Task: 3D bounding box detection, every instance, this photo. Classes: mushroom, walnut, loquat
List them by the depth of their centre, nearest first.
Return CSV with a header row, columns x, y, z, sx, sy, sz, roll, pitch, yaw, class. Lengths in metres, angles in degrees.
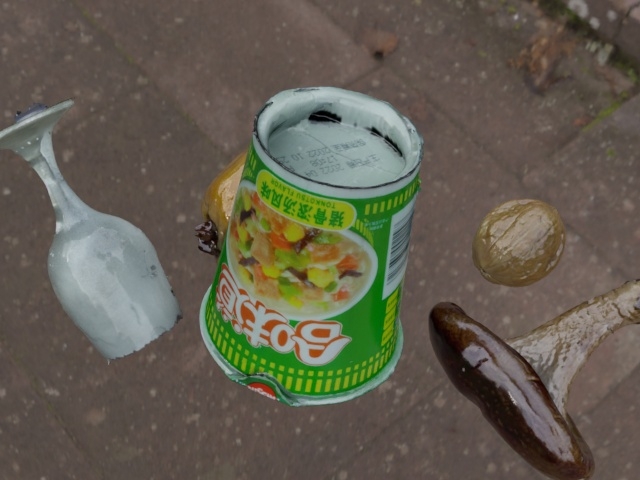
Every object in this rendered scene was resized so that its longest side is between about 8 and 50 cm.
x,y,z,sx,sy,sz,roll,pitch,yaw,class
0.242,0.100,0.924,0.217,0.148,0.227,-45,71,4,mushroom
-0.041,-0.025,1.074,0.234,0.176,0.187,-13,91,-31,loquat
0.247,0.002,1.137,0.124,0.105,0.105,-44,69,-8,walnut

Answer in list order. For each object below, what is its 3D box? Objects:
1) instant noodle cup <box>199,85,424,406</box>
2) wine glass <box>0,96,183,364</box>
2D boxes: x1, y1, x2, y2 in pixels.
x,y,z,sx,sy,sz,roll,pitch,yaw,class
0.000,0.000,0.825,0.207,0.233,0.207,7,41,-6,instant noodle cup
-0.291,-0.012,1.123,0.143,0.143,0.321,-30,103,-25,wine glass
